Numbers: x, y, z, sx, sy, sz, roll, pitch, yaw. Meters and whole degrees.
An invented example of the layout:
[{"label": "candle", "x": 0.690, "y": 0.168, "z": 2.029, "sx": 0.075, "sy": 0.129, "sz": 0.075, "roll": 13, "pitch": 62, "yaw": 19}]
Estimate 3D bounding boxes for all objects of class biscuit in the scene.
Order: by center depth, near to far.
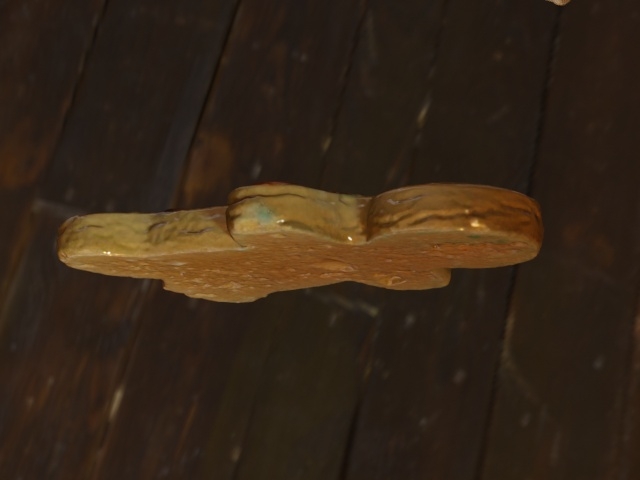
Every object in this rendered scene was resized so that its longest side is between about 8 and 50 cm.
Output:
[{"label": "biscuit", "x": 0.000, "y": 0.000, "z": 0.935, "sx": 0.153, "sy": 0.234, "sz": 0.030, "roll": 15, "pitch": 72, "yaw": -51}]

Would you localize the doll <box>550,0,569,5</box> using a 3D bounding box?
[{"label": "doll", "x": 0.093, "y": -0.218, "z": 1.247, "sx": 0.217, "sy": 0.085, "sz": 0.183, "roll": 29, "pitch": 41, "yaw": 21}]
